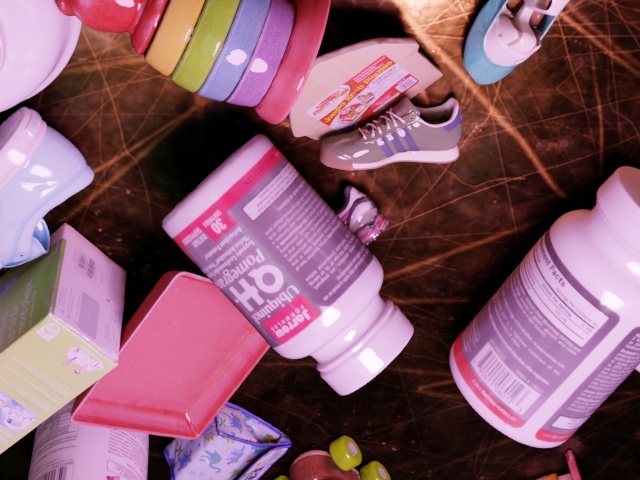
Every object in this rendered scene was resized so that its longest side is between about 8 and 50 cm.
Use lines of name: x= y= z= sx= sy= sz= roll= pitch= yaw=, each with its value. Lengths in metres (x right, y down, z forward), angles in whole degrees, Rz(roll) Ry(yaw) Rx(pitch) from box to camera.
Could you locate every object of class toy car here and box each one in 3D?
toy car: x=0.019 y=0.422 z=1.907 sx=0.155 sy=0.188 sz=0.149 roll=-36 pitch=120 yaw=19

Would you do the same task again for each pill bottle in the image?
pill bottle: x=-0.033 y=0.036 z=1.582 sx=0.176 sy=0.176 sz=0.318 roll=-40 pitch=96 yaw=21
pill bottle: x=0.356 y=0.091 z=1.695 sx=0.210 sy=0.210 sz=0.363 roll=26 pitch=119 yaw=-21
pill bottle: x=-0.320 y=0.311 z=1.742 sx=0.160 sy=0.283 sz=0.160 roll=-2 pitch=125 yaw=-3

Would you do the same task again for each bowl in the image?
bowl: x=-0.426 y=-0.250 z=1.435 sx=0.298 sy=0.134 sz=0.298 roll=-2 pitch=125 yaw=-3

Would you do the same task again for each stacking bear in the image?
stacking bear: x=-0.153 y=-0.258 z=1.447 sx=0.289 sy=0.164 sz=0.175 roll=21 pitch=120 yaw=-13

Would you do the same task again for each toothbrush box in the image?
toothbrush box: x=-0.400 y=0.144 z=1.666 sx=0.283 sy=0.206 sz=0.122 roll=-38 pitch=119 yaw=20

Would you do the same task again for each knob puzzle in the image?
knob puzzle: x=0.037 y=-0.193 z=1.536 sx=0.213 sy=0.030 sz=0.213 roll=-21 pitch=155 yaw=-10

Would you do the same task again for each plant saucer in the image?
plant saucer: x=-0.190 y=0.152 z=1.709 sx=0.258 sy=0.048 sz=0.259 roll=-53 pitch=145 yaw=13

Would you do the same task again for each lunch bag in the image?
lunch bag: x=-0.137 y=0.323 z=1.889 sx=0.151 sy=0.096 sz=0.129 roll=25 pitch=117 yaw=-37

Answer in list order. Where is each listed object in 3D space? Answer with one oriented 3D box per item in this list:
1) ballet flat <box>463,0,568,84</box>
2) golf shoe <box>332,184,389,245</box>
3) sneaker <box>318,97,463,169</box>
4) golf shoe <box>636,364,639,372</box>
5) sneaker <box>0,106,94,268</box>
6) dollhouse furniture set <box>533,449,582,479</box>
ballet flat: x=0.250 y=-0.278 z=1.503 sx=0.083 sy=0.087 sz=0.247 roll=21 pitch=121 yaw=-19
golf shoe: x=0.000 y=0.000 z=1.696 sx=0.186 sy=0.067 sz=0.086 roll=-38 pitch=96 yaw=18
sneaker: x=0.093 y=-0.143 z=1.589 sx=0.192 sy=0.064 sz=0.086 roll=-5 pitch=126 yaw=-19
golf shoe: x=0.550 y=0.086 z=1.753 sx=0.306 sy=0.140 sz=0.115 roll=-39 pitch=118 yaw=19
sneaker: x=-0.433 y=0.002 z=1.609 sx=0.150 sy=0.135 sz=0.366 roll=38 pitch=115 yaw=-23
dollhouse furniture set: x=0.351 y=0.524 z=1.900 sx=0.201 sy=0.374 sz=0.152 roll=-19 pitch=129 yaw=6
